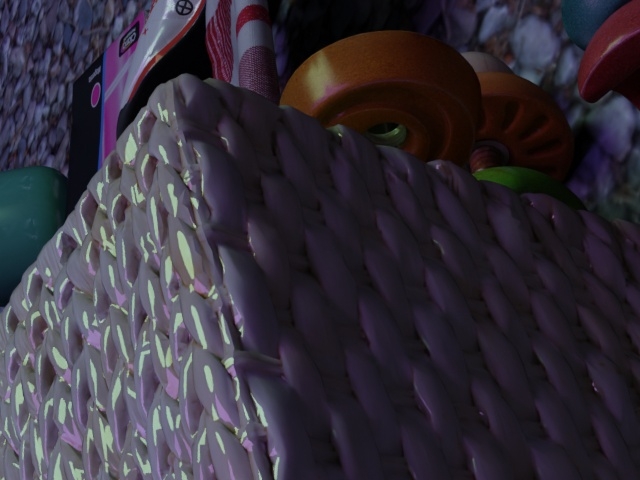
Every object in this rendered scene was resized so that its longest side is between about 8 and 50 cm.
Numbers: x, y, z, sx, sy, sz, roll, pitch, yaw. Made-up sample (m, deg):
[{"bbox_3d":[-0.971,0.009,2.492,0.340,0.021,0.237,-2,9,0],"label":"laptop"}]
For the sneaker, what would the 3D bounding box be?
[{"bbox_3d":[-0.108,-0.201,1.323,0.270,0.090,0.145,-64,30,18],"label":"sneaker"}]

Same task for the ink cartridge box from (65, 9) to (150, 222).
[{"bbox_3d":[-0.174,-0.005,1.397,0.176,0.069,0.371,-31,55,53],"label":"ink cartridge box"}]

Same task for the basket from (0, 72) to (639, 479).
[{"bbox_3d":[0.022,0.146,0.715,0.266,0.328,0.331,-52,37,32],"label":"basket"}]

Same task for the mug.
[{"bbox_3d":[-0.276,0.004,1.524,0.129,0.097,0.158,-96,-7,-61],"label":"mug"}]

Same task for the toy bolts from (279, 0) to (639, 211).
[{"bbox_3d":[0.100,-0.103,0.818,0.228,0.218,0.158,-35,41,28],"label":"toy bolts"}]

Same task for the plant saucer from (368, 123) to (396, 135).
[{"bbox_3d":[0.000,0.000,1.102,0.241,0.037,0.241,-34,50,53],"label":"plant saucer"}]

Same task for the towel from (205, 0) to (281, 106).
[{"bbox_3d":[-0.057,-0.128,1.068,0.237,0.037,0.329,92,170,-54],"label":"towel"}]
